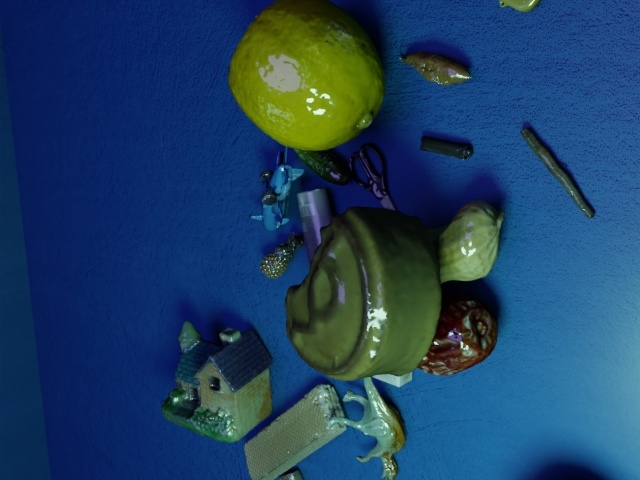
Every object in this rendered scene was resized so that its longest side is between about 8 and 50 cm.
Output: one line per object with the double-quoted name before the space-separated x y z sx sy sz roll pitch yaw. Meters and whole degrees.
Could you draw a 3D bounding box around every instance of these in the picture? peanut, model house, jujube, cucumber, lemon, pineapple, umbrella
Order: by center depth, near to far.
"peanut" 0.297 0.028 1.675 0.291 0.143 0.159 -36 81 45
"jujube" 0.280 0.214 1.702 0.243 0.183 0.183 -20 86 59
"umbrella" 0.285 -0.210 1.708 0.133 0.031 0.036 19 137 37
"lemon" -0.010 -0.364 1.735 0.364 0.364 0.364 10 106 40
"cucumber" -0.007 -0.211 1.942 0.227 0.069 0.069 41 123 31
"pineapple" -0.102 0.038 2.079 0.159 0.074 0.074 -48 67 32
"model house" -0.313 0.391 2.219 0.312 0.245 0.280 12 114 32

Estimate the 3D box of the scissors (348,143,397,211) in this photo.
"scissors" 0.160 -0.097 1.848 0.109 0.022 0.300 -37 75 44

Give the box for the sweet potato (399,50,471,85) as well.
"sweet potato" 0.252 -0.389 1.682 0.206 0.060 0.068 34 87 43

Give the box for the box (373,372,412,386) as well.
"box" 0.161 0.234 1.887 0.150 0.067 0.233 13 108 42

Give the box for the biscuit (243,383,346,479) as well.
"biscuit" -0.081 0.559 2.149 0.426 0.079 0.144 -43 54 37

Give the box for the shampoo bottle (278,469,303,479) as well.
"shampoo bottle" -0.051 0.791 2.201 0.086 0.056 0.227 -32 78 50

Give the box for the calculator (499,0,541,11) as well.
"calculator" 0.422 -0.578 1.506 0.157 0.033 0.236 43 126 26

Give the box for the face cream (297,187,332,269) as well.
"face cream" 0.000 0.000 1.975 0.107 0.073 0.269 -7 94 54

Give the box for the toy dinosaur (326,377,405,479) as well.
"toy dinosaur" 0.128 0.442 1.924 0.206 0.092 0.392 17 115 23

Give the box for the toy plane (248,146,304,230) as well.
"toy plane" -0.119 -0.117 2.015 0.271 0.105 0.254 119 153 -45

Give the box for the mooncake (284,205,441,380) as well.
"mooncake" 0.083 0.109 1.659 0.393 0.246 0.393 26 114 58

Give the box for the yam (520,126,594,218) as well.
"yam" 0.491 -0.142 1.546 0.234 0.029 0.027 56 156 15
